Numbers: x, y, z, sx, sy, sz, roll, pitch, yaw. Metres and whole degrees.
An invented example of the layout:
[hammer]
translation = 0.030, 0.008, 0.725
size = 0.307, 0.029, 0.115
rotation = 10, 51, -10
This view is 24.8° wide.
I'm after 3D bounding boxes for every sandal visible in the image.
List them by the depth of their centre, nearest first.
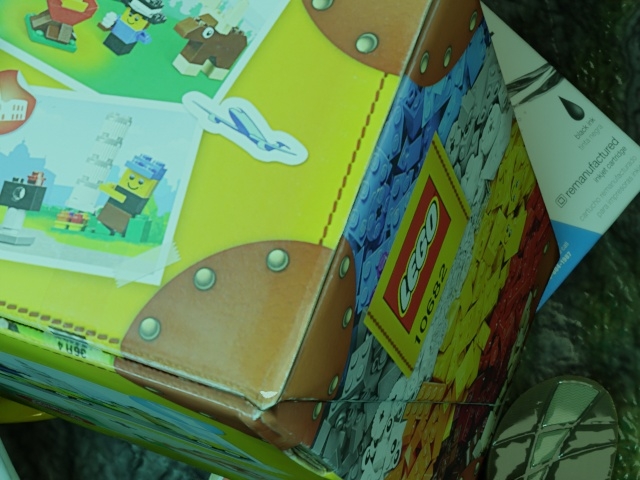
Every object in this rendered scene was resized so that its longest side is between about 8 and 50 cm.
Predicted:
[sandal]
translation = 0.154, 0.203, 1.037
size = 0.090, 0.060, 0.219
rotation = 8, 86, 0

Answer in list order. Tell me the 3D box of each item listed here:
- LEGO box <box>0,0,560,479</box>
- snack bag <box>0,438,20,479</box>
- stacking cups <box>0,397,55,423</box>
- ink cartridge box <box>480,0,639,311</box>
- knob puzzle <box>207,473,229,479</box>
[LEGO box]
translation = -0.161, -0.032, 0.742
size = 0.500, 0.372, 0.193
rotation = 16, 76, 20
[snack bag]
translation = -0.306, 0.238, 0.792
size = 0.342, 0.323, 0.037
rotation = -27, 55, -16
[stacking cups]
translation = -0.216, -0.034, 1.017
size = 0.096, 0.096, 0.316
rotation = -6, 70, -14
[ink cartridge box]
translation = 0.088, -0.057, 0.937
size = 0.203, 0.086, 0.148
rotation = 43, 66, 2
[knob puzzle]
translation = 0.018, 0.181, 1.024
size = 0.213, 0.030, 0.213
rotation = 3, 73, -11
